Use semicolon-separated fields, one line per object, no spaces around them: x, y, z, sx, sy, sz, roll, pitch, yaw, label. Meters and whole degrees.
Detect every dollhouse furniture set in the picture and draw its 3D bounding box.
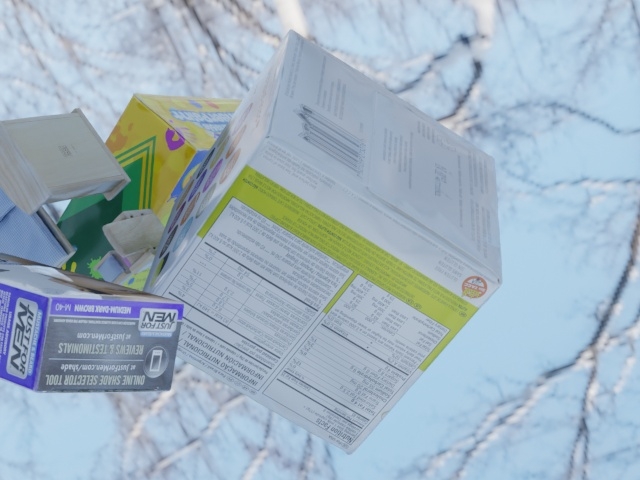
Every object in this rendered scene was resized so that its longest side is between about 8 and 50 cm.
-0.428;0.000;2.072;0.303;0.286;0.198;-41;169;27;dollhouse furniture set

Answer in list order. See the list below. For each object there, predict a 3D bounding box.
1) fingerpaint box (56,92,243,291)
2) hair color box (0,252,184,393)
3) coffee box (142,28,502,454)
-0.243;-0.059;2.512;0.163;0.371;0.445;41;-160;18;fingerpaint box
-0.333;0.082;1.595;0.339;0.110;0.185;14;-175;41;hair color box
0.000;0.000;1.884;0.334;0.338;0.337;-53;-167;27;coffee box
